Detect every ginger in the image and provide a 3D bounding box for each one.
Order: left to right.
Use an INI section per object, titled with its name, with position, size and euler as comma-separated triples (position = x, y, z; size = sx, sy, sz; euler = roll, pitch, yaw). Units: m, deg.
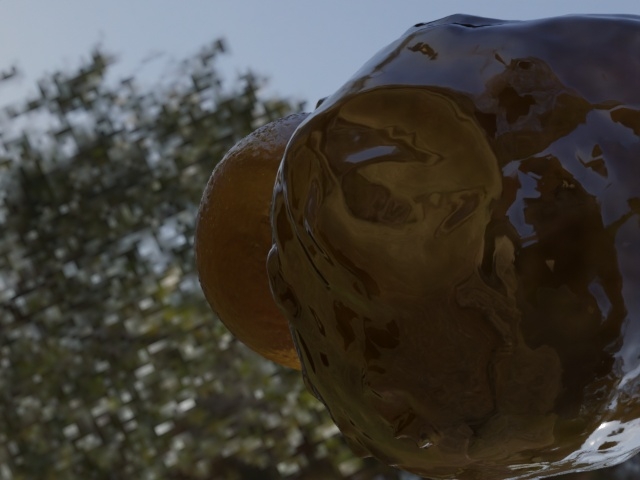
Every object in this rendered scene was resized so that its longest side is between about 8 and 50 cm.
[ginger]
position = 0.109, 0.005, 0.796
size = 0.269, 0.223, 0.200
euler = 9, -32, 16

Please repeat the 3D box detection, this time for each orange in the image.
[orange]
position = 0.000, 0.000, 1.810
size = 0.274, 0.274, 0.274
euler = 58, -16, 27
